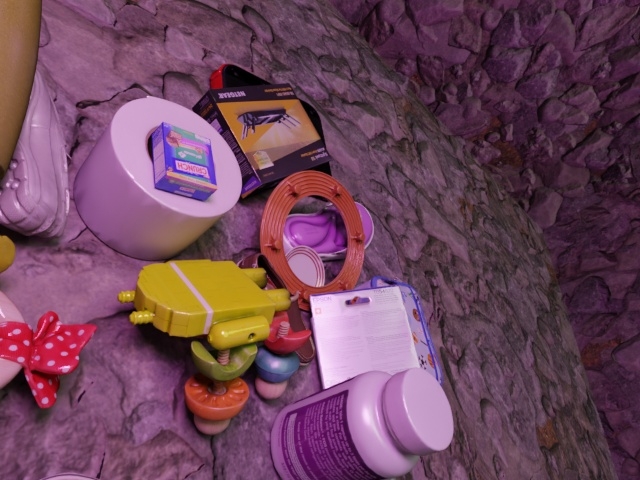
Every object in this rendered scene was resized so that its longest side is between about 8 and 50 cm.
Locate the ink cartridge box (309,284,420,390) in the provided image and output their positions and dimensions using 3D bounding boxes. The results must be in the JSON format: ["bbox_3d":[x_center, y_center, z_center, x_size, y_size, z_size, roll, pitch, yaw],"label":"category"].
[{"bbox_3d":[0.094,0.220,1.012,0.223,0.045,0.224,-5,66,-10],"label":"ink cartridge box"}]

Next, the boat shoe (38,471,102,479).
[{"bbox_3d":[-0.157,0.441,0.543,0.500,0.156,0.187,38,44,-15],"label":"boat shoe"}]

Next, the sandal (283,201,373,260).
[{"bbox_3d":[0.048,-0.033,1.216,0.416,0.102,0.169,-22,80,-52],"label":"sandal"}]

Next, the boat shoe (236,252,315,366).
[{"bbox_3d":[-0.083,0.140,0.933,0.257,0.095,0.095,54,35,-2],"label":"boat shoe"}]

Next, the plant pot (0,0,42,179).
[{"bbox_3d":[-0.500,-0.221,0.584,0.274,0.274,0.294,-1,73,-49],"label":"plant pot"}]

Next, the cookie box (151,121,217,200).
[{"bbox_3d":[-0.222,-0.128,0.743,0.091,0.040,0.107,14,53,-44],"label":"cookie box"}]

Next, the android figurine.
[{"bbox_3d":[-0.191,0.095,0.770,0.272,0.056,0.248,-3,27,-41],"label":"android figurine"}]

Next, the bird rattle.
[{"bbox_3d":[-0.414,0.111,0.537,0.254,0.143,0.207,61,17,-8],"label":"bird rattle"}]

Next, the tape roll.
[{"bbox_3d":[-0.290,-0.107,0.828,0.246,0.169,0.246,29,42,-31],"label":"tape roll"}]

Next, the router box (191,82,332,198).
[{"bbox_3d":[-0.132,-0.261,1.142,0.308,0.081,0.243,-32,92,-51],"label":"router box"}]

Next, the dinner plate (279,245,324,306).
[{"bbox_3d":[-0.045,0.082,1.061,0.141,0.017,0.141,3,85,-43],"label":"dinner plate"}]

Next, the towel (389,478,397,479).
[{"bbox_3d":[0.077,0.593,0.762,0.374,0.090,0.321,-7,68,-52],"label":"towel"}]

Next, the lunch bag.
[{"bbox_3d":[0.199,0.238,1.173,0.243,0.115,0.304,20,49,-42],"label":"lunch bag"}]

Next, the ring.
[{"bbox_3d":[0.000,0.000,1.079,0.336,0.032,0.337,5,82,-44],"label":"ring"}]

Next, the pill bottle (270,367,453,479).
[{"bbox_3d":[0.066,0.324,0.780,0.169,0.301,0.169,29,43,-31],"label":"pill bottle"}]

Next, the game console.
[{"bbox_3d":[-0.127,-0.298,1.282,0.386,0.060,0.342,14,58,-42],"label":"game console"}]

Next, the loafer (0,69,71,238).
[{"bbox_3d":[-0.465,-0.146,0.729,0.111,0.112,0.320,65,7,-65],"label":"loafer"}]

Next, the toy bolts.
[{"bbox_3d":[-0.150,0.215,0.809,0.228,0.159,0.218,-1,22,-39],"label":"toy bolts"}]
